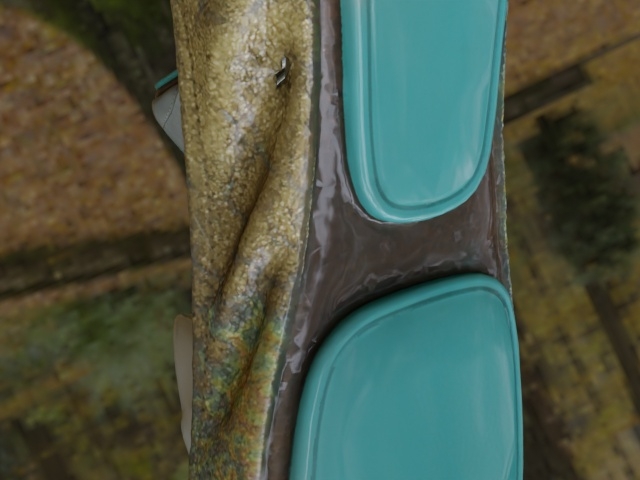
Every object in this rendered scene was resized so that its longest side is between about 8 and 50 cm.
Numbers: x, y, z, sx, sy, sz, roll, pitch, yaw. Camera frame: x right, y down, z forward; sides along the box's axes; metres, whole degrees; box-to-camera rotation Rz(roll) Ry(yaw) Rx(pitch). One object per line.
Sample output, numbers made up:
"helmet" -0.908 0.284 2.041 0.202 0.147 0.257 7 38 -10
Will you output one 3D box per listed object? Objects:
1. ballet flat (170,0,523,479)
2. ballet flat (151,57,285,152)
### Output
"ballet flat" 0.000 0.000 0.529 0.123 0.348 0.123 0 -168 0
"ballet flat" 0.001 -0.115 0.957 0.213 0.068 0.072 -35 178 15
